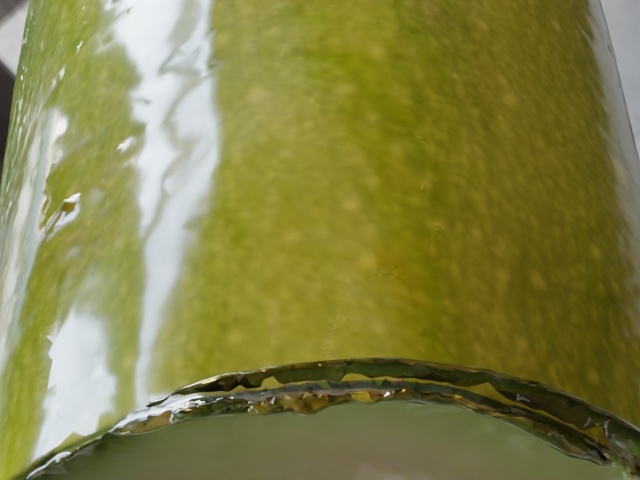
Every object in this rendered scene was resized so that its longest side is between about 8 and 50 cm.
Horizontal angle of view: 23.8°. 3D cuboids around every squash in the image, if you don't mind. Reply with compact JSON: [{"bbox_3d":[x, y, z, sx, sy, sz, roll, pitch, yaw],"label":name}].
[{"bbox_3d":[0.000,0.000,0.603,0.263,0.263,0.384,-22,41,19],"label":"squash"}]
